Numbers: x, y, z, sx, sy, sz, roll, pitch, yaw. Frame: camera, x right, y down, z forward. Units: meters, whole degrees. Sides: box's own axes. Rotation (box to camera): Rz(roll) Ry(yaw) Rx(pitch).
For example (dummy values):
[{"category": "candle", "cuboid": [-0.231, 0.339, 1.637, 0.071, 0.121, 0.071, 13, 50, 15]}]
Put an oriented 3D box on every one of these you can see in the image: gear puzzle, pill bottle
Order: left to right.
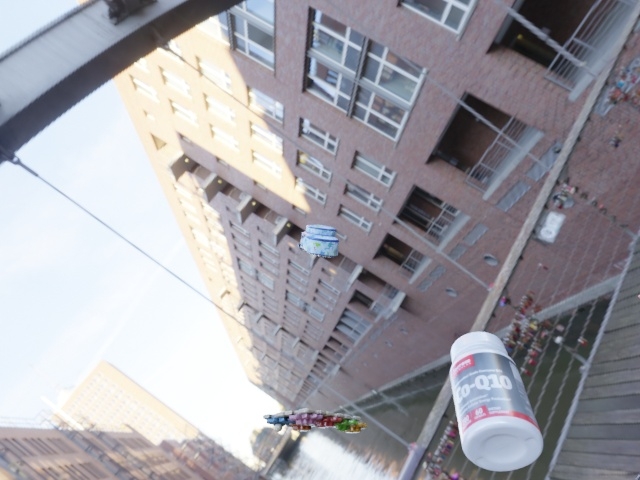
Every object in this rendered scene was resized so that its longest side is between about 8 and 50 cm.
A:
[{"category": "gear puzzle", "cuboid": [0.007, 0.508, 1.216, 0.175, 0.338, 0.044, -22, 55, 32]}, {"category": "pill bottle", "cuboid": [0.387, 0.355, 1.025, 0.283, 0.161, 0.161, -78, 13, -59]}]

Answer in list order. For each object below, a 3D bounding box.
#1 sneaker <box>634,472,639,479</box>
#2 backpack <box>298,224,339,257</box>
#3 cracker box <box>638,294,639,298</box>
[{"category": "sneaker", "cuboid": [0.727, 0.501, 0.926, 0.071, 0.077, 0.178, 7, -62, -50]}, {"category": "backpack", "cuboid": [0.000, 0.000, 1.225, 0.114, 0.104, 0.084, -137, 54, -73]}, {"category": "cracker box", "cuboid": [0.626, 0.077, 0.702, 0.232, 0.067, 0.156, 18, -58, -38]}]
